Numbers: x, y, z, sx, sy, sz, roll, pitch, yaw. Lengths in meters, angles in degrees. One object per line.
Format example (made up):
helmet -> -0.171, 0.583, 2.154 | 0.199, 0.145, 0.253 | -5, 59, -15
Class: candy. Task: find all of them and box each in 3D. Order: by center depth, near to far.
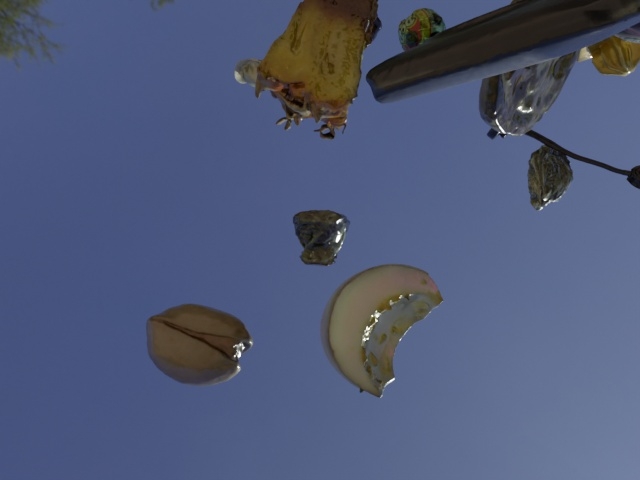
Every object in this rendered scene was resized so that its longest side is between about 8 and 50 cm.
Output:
candy -> 0.286, -0.406, 1.301 | 0.305, 0.091, 0.083 | -5, -121, -30

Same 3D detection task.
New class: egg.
egg -> 0.097, 0.168, 1.341 | 0.206, 0.162, 0.271 | 28, -101, -10

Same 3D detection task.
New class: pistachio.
pistachio -> -0.180, 0.152, 0.962 | 0.184, 0.124, 0.125 | -3, -123, 38

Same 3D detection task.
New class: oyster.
oyster -> 0.515, -0.150, 1.474 | 0.177, 0.064, 0.125 | -32, -94, -34

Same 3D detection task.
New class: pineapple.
pineapple -> 0.006, -0.226, 0.782 | 0.114, 0.186, 0.236 | 24, -150, -5

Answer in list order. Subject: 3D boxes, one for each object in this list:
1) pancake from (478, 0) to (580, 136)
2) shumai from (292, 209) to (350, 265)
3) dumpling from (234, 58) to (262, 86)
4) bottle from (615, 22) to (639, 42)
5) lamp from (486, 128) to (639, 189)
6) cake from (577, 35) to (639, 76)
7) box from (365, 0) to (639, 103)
pancake -> 0.357, -0.303, 1.097 | 0.049, 0.294, 0.294 | 32, -106, 34
shumai -> -0.001, 0.000, 1.138 | 0.098, 0.124, 0.088 | 0, -105, 14
dumpling -> -0.113, -0.287, 1.100 | 0.077, 0.059, 0.043 | 22, -94, 41
bottle -> 0.319, -0.252, 0.634 | 0.109, 0.110, 0.233 | -2, -159, 19
lamp -> 0.544, -0.208, 1.379 | 0.371, 0.109, 0.130 | 27, -135, 22
cake -> 0.654, -0.533, 1.457 | 0.222, 0.227, 0.286 | -28, -107, 16
box -> 0.148, -0.148, 0.466 | 0.201, 0.042, 0.212 | -8, -164, 46
